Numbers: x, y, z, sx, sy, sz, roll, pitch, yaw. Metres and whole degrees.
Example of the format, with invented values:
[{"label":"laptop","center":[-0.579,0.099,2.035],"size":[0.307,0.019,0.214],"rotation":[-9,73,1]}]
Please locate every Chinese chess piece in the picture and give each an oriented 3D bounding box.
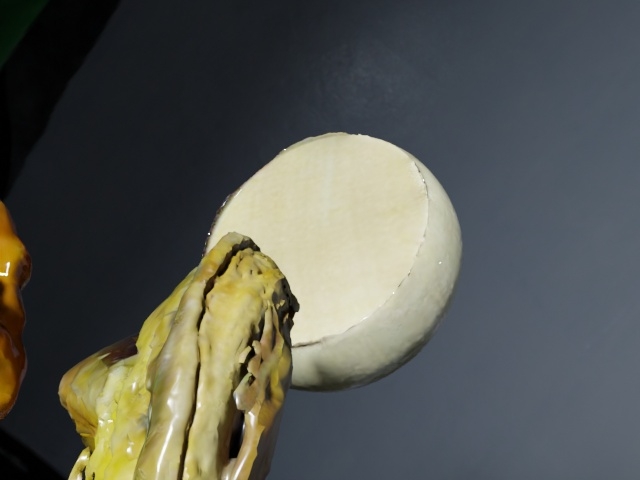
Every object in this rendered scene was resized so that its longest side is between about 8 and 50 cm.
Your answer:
[{"label":"Chinese chess piece","center":[0.008,0.017,0.670],"size":[0.249,0.103,0.250],"rotation":[-16,51,22]}]

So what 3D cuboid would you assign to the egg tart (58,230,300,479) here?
[{"label":"egg tart","center":[-0.088,0.138,0.409],"size":[0.297,0.132,0.297],"rotation":[-174,90,-89]}]

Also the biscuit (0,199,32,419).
[{"label":"biscuit","center":[-0.327,0.056,0.452],"size":[0.312,0.318,0.110],"rotation":[-48,-30,7]}]
